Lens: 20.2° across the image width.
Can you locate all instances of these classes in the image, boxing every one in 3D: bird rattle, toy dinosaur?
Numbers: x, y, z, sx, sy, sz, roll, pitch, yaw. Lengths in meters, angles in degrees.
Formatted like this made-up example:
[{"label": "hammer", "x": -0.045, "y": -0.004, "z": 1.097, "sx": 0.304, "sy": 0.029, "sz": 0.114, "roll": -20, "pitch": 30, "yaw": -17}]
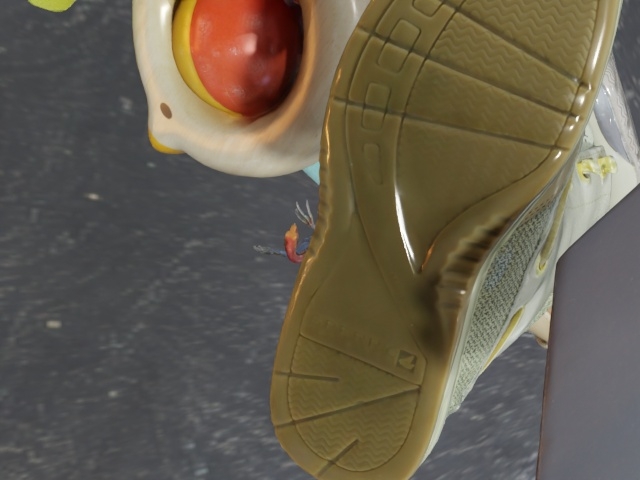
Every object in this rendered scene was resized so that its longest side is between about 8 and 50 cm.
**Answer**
[{"label": "bird rattle", "x": -0.027, "y": -0.137, "z": 0.930, "sx": 0.253, "sy": 0.143, "sz": 0.207, "roll": 3, "pitch": 103, "yaw": 34}, {"label": "toy dinosaur", "x": 0.000, "y": 0.000, "z": 1.323, "sx": 0.090, "sy": 0.082, "sz": 0.047, "roll": 20, "pitch": 114, "yaw": 1}]

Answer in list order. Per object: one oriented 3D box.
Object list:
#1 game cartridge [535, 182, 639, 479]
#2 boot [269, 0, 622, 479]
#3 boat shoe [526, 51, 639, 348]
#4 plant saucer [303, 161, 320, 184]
[{"label": "game cartridge", "x": 0.171, "y": -0.017, "z": 0.372, "sx": 0.297, "sy": 0.198, "sz": 0.062, "roll": -36, "pitch": 107, "yaw": 30}, {"label": "boot", "x": 0.062, "y": -0.033, "z": 0.616, "sx": 0.077, "sy": 0.165, "sz": 0.213, "roll": 26, "pitch": 115, "yaw": 16}, {"label": "boat shoe", "x": 0.154, "y": 0.006, "z": 1.112, "sx": 0.116, "sy": 0.123, "sz": 0.324, "roll": -16, "pitch": 119, "yaw": 10}, {"label": "plant saucer", "x": -0.004, "y": -0.078, "z": 1.082, "sx": 0.192, "sy": 0.018, "sz": 0.067, "roll": 44, "pitch": 59, "yaw": 11}]
